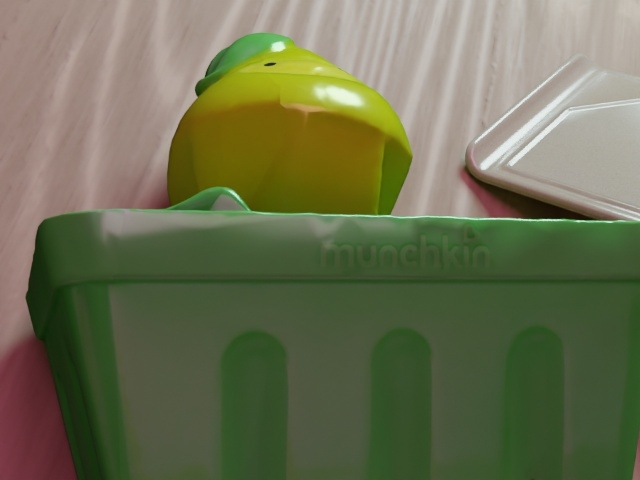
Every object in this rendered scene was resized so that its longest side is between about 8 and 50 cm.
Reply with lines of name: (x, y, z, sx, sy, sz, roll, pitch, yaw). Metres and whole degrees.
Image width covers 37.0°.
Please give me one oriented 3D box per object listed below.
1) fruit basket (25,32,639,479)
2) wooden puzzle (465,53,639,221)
fruit basket: (0.000, 0.000, 0.625, 0.392, 0.283, 0.391, 5, 75, -18)
wooden puzzle: (0.283, -0.077, 0.850, 0.239, 0.044, 0.221, 27, 50, 32)
